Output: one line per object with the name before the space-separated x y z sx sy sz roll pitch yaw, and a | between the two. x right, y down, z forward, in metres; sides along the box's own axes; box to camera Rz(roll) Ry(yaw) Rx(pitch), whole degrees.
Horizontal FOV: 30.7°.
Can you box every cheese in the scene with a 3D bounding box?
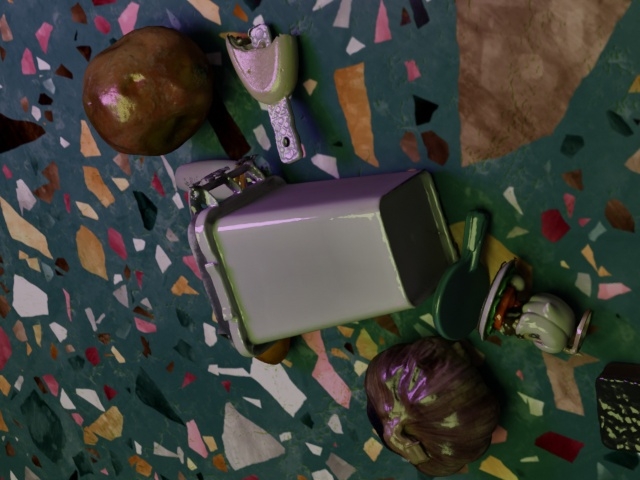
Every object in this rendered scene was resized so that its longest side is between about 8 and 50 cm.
cheese | -0.074 -0.235 1.850 0.127 0.049 0.235 -17 83 35

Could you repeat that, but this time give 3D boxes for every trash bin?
trash bin | 0.000 0.000 1.816 0.367 0.256 0.296 -10 102 36

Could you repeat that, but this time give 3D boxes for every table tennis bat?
table tennis bat | 0.219 0.053 1.746 0.033 0.124 0.201 17 101 42

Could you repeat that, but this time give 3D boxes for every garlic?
garlic | 0.161 0.269 1.864 0.245 0.160 0.245 27 129 39

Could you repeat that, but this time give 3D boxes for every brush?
brush | 0.486 0.245 1.646 0.197 0.059 0.123 3 112 39

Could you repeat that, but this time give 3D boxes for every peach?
peach | -0.279 -0.251 1.938 0.235 0.214 0.214 -24 95 38

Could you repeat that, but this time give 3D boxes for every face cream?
face cream | -0.177 -0.106 2.032 0.182 0.051 0.072 5 113 40

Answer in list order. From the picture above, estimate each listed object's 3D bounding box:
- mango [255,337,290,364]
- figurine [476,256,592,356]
mango | -0.113 0.122 2.066 0.141 0.102 0.217 -16 104 24
figurine | 0.320 0.108 1.689 0.153 0.132 0.132 21 125 17
